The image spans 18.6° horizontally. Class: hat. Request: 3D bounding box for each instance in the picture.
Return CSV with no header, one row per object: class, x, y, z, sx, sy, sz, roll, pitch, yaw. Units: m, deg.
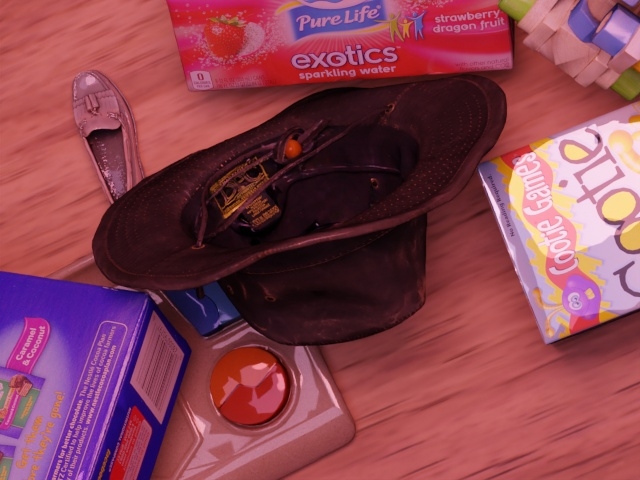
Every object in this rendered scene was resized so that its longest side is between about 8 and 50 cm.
hat,0.000,0.000,1.427,0.331,0.331,0.134,-19,110,7

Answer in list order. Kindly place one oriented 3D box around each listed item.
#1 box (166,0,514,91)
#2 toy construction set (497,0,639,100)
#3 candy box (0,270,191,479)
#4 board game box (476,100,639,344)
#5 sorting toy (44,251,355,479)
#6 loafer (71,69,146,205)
box,0.016,-0.205,1.474,0.257,0.128,0.122,-3,46,8
toy construction set,0.251,-0.230,1.397,0.151,0.215,0.327,47,61,3
candy box,-0.292,0.154,1.459,0.317,0.122,0.268,9,65,18
board game box,0.270,-0.037,1.443,0.275,0.144,0.142,-22,84,6
sorting toy,-0.154,0.122,1.552,0.307,0.041,0.229,-28,84,6
loafer,-0.169,-0.080,1.562,0.045,0.039,0.125,-20,85,8
